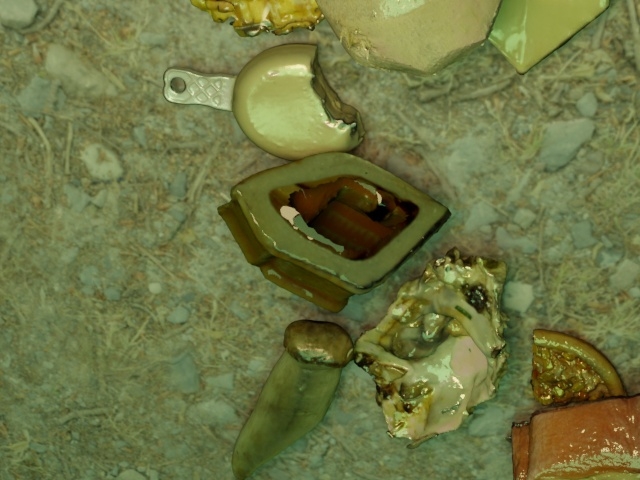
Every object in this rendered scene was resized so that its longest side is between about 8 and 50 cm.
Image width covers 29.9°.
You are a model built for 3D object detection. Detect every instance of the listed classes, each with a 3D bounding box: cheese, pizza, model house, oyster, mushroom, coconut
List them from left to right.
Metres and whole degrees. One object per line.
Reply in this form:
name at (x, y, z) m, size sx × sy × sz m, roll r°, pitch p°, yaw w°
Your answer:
cheese at (-0.075, -0.170, 1.568) m, size 0.249 × 0.071 × 0.163 m, roll -9°, pitch 117°, yaw 14°
mushroom at (-0.044, 0.247, 1.803) m, size 0.107 × 0.087 × 0.333 m, roll 24°, pitch 125°, yaw 0°
model house at (-0.007, -0.009, 1.611) m, size 0.268 × 0.173 × 0.239 m, roll 29°, pitch 160°, yaw -8°
coconut at (0.105, -0.288, 1.342) m, size 0.224 × 0.224 × 0.234 m, roll -10°, pitch 147°, yaw 15°
oyster at (0.180, 0.147, 1.707) m, size 0.201 × 0.107 × 0.354 m, roll 42°, pitch 132°, yaw 7°
pizza at (0.353, 0.196, 1.730) m, size 0.131 × 0.041 × 0.178 m, roll -35°, pitch 110°, yaw 27°

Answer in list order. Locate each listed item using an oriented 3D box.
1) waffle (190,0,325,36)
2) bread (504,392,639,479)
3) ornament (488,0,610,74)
waffle at (-0.038, -0.361, 1.455) m, size 0.262 × 0.060 × 0.280 m, roll 33°, pitch 116°, yaw -8°
bread at (0.387, 0.321, 1.743) m, size 0.244 × 0.123 × 0.190 m, roll -11°, pitch 139°, yaw 23°
ornament at (0.248, -0.287, 1.457) m, size 0.201 × 0.059 × 0.180 m, roll 6°, pitch 120°, yaw 10°
